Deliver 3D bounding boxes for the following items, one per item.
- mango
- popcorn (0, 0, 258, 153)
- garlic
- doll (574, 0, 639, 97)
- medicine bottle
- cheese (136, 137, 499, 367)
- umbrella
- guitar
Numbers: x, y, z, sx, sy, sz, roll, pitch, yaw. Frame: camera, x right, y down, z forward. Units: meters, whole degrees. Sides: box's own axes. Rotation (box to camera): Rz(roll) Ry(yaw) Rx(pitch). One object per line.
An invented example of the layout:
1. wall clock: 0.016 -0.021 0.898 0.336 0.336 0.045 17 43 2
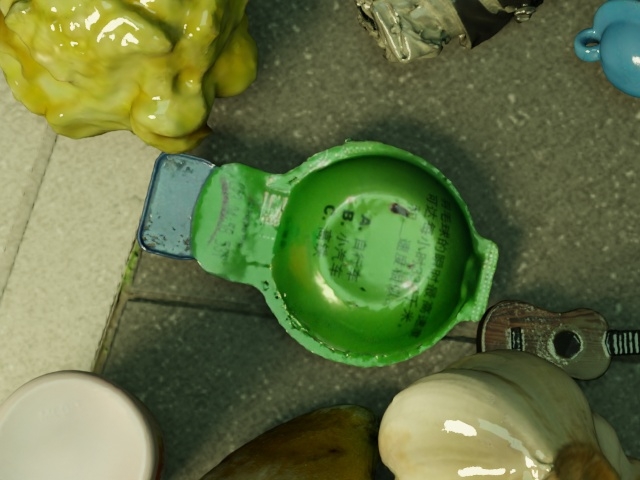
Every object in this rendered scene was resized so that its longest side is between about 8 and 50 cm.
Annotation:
1. mango: -0.040 0.248 1.378 0.192 0.146 0.316 -7 36 31
2. popcorn: -0.173 -0.193 1.433 0.255 0.256 0.195 46 37 -25
3. garlic: 0.164 0.197 1.420 0.281 0.203 0.185 30 51 -34
4. doll: 0.405 -0.237 1.526 0.363 0.145 0.199 -20 43 3
5. medicine bottle: -0.194 0.178 1.367 0.133 0.250 0.133 1 81 -4
6. cheese: 0.000 0.000 1.485 0.320 0.083 0.204 14 83 -3
7. umbrella: 0.203 -0.262 1.524 0.357 0.106 0.113 -21 92 -2
8. guitar: 0.277 0.092 1.506 0.271 0.038 0.084 -2 84 -4
